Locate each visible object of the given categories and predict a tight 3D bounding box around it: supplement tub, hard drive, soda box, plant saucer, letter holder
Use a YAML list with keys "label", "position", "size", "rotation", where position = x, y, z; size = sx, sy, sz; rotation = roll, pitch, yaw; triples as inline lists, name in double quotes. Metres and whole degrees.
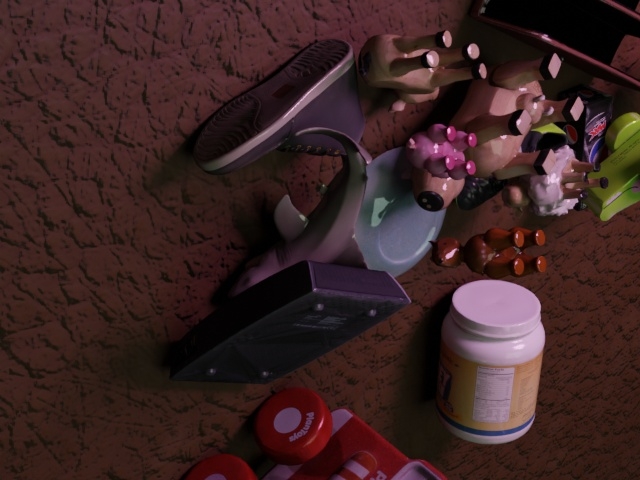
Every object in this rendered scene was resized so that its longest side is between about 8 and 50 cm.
- label: "supplement tub"
  position: [0.239, 0.171, 1.620]
  size: [0.144, 0.144, 0.199]
  rotation: [-19, 125, -33]
- label: "hard drive"
  position: [-0.041, 0.096, 1.302]
  size: [0.172, 0.054, 0.255]
  rotation: [9, 148, -44]
- label: "soda box"
  position: [0.370, -0.130, 1.622]
  size: [0.053, 0.060, 0.168]
  rotation: [-22, 126, -27]
- label: "plant saucer"
  position: [0.102, -0.024, 1.466]
  size: [0.195, 0.037, 0.194]
  rotation: [-21, 127, -31]
- label: "letter holder"
  position: [0.378, -0.281, 1.432]
  size: [0.302, 0.214, 0.152]
  rotation: [12, 105, -45]

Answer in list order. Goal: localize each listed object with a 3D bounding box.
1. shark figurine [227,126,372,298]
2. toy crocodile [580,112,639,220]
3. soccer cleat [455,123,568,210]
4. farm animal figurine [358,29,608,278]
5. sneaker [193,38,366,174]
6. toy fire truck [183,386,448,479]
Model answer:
- label: "shark figurine"
  position: [0.022, -0.018, 1.294]
  size: [0.166, 0.116, 0.278]
  rotation: [-12, 145, -41]
- label: "toy crocodile"
  position: [0.499, -0.153, 1.567]
  size: [0.340, 0.115, 0.105]
  rotation: [-44, 132, 3]
- label: "soccer cleat"
  position: [0.254, -0.101, 1.529]
  size: [0.179, 0.072, 0.060]
  rotation: [-42, 134, -15]
- label: "farm animal figurine"
  position: [0.173, -0.125, 1.367]
  size: [0.327, 0.172, 0.330]
  rotation: [-39, 116, -39]
- label: "sneaker"
  position: [-0.033, -0.114, 1.262]
  size: [0.222, 0.083, 0.118]
  rotation: [-39, 133, -20]
- label: "toy fire truck"
  position: [-0.014, 0.348, 1.419]
  size: [0.302, 0.254, 0.169]
  rotation: [-42, 134, -15]
